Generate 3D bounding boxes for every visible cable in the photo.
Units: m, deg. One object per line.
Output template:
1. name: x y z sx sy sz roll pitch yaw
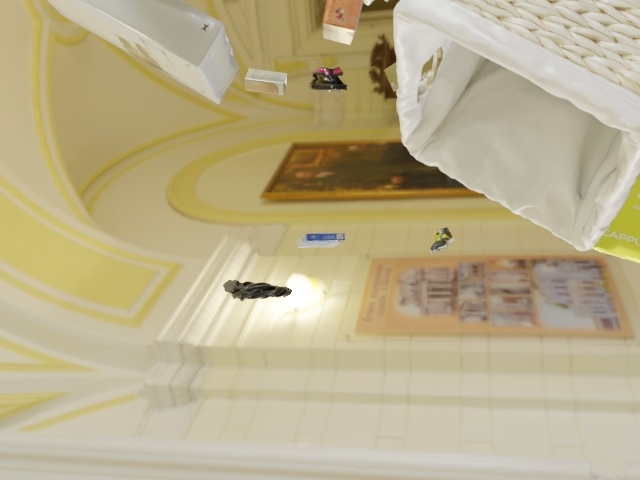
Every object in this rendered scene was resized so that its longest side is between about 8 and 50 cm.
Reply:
1. cable: -0.142 0.124 1.648 0.184 0.150 0.047 1 84 60

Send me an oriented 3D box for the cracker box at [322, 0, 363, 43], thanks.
1. cracker box: 0.051 -0.472 1.329 0.232 0.067 0.156 -93 17 -81

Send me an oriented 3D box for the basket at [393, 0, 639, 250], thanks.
1. basket: 0.298 -0.217 0.901 0.266 0.331 0.328 -52 -21 -13

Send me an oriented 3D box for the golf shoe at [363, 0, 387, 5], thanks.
1. golf shoe: 0.165 -0.600 1.599 0.069 0.176 0.086 55 158 36

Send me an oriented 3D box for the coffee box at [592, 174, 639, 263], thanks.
1. coffee box: 0.673 -0.159 1.178 0.334 0.337 0.338 -46 -38 -36

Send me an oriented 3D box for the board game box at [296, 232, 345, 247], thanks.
1. board game box: 0.000 0.000 1.579 0.090 0.090 0.020 149 119 -72

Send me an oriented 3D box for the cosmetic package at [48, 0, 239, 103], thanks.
1. cosmetic package: -0.343 -0.408 1.267 0.097 0.377 0.284 -60 0 -4

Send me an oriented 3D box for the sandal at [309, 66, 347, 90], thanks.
1. sandal: 0.012 -0.305 1.280 0.179 0.067 0.040 -103 16 -67

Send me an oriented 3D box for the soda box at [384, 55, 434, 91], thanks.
1. soda box: 0.239 -0.406 1.575 0.061 0.181 0.058 -22 -92 -50

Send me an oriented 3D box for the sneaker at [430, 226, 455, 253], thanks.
1. sneaker: 0.217 -0.001 1.264 0.083 0.031 0.035 -27 -87 -58

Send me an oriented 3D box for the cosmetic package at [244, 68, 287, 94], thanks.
1. cosmetic package: -0.158 -0.462 2.013 0.041 0.115 0.060 94 -174 -45
